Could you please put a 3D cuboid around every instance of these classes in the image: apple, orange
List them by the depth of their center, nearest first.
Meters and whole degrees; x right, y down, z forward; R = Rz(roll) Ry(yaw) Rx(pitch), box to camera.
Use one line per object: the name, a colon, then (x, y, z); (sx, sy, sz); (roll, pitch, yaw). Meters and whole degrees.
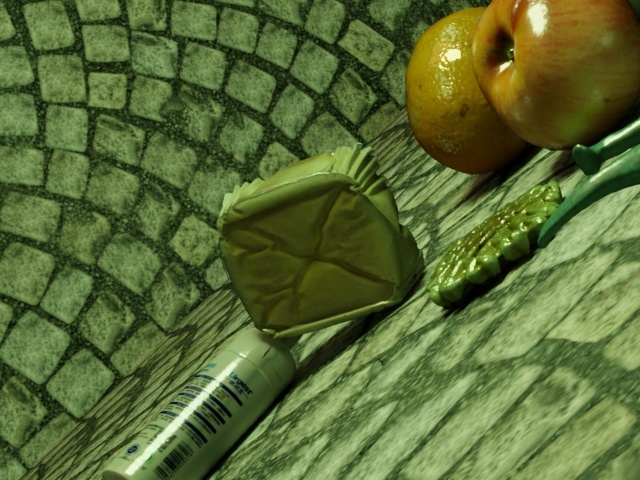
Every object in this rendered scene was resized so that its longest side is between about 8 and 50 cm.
apple: (0.264, -0.203, 1.662); (0.164, 0.209, 0.209); (1, -19, -31)
orange: (0.198, -0.192, 1.936); (0.170, 0.224, 0.224); (5, 24, 16)

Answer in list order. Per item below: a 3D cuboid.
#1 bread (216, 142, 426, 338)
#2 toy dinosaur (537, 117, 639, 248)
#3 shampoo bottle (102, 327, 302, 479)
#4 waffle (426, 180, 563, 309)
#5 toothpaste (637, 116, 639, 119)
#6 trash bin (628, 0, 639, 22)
bread: (-0.001, 0.000, 1.754); (0.209, 0.192, 0.110); (-22, 14, 18)
toy dinosaur: (0.362, -0.115, 1.083); (0.331, 0.129, 0.383); (-32, 1, -22)
shampoo bottle: (-0.123, 0.198, 1.748); (0.303, 0.092, 0.092); (-45, 8, -32)
waffle: (0.180, 0.001, 1.533); (0.169, 0.036, 0.183); (-38, 8, 16)
toothpaste: (0.372, -0.160, 1.395); (0.114, 0.073, 0.299); (-45, 0, -25)
trash bin: (0.447, -0.368, 1.670); (0.250, 0.219, 0.220); (-37, 7, -24)
